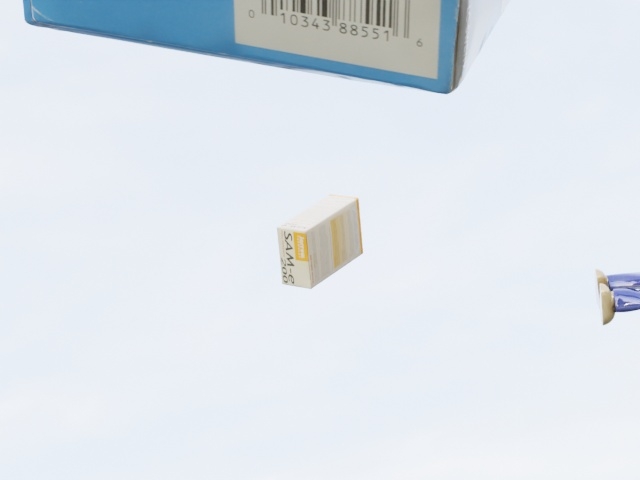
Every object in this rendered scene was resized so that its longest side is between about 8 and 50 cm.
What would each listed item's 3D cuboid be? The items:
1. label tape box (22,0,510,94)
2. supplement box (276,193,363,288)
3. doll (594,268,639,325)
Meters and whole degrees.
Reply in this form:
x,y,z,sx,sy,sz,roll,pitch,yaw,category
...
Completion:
x,y,z,sx,sy,sz,roll,pitch,yaw,category
0.010,-0.217,1.070,0.240,0.334,0.106,11,-55,16,label tape box
0.000,0.000,1.856,0.036,0.062,0.098,9,24,32,supplement box
0.351,0.040,1.758,0.189,0.129,0.046,-5,-68,4,doll
